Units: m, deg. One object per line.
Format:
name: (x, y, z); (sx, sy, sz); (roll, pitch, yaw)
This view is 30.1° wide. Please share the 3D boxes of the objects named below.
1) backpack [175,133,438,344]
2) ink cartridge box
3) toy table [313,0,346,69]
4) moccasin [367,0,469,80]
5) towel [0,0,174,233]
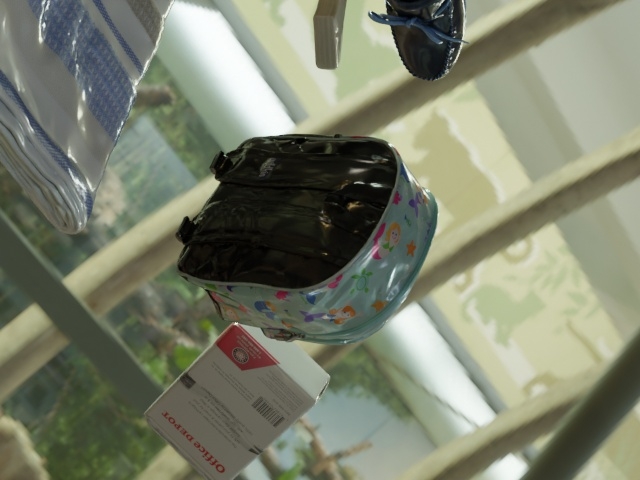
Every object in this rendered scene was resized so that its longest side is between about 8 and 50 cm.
backpack: (0.000, 0.000, 1.287); (0.254, 0.225, 0.191); (-1, -37, 43)
ink cartridge box: (-0.118, 0.221, 1.675); (0.158, 0.218, 0.092); (44, 24, -2)
toy table: (0.012, -0.348, 1.409); (0.161, 0.274, 0.252); (-68, 147, -56)
moccasin: (0.120, -0.355, 1.641); (0.138, 0.116, 0.342); (4, -45, 22)
towel: (-0.161, -0.170, 0.802); (0.034, 0.285, 0.209); (2, -35, 21)
